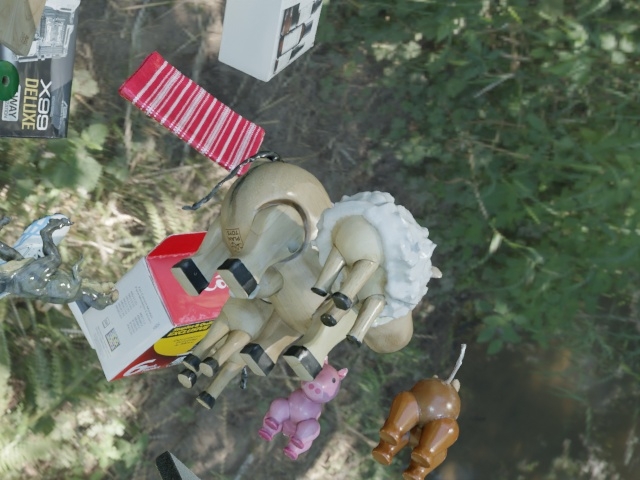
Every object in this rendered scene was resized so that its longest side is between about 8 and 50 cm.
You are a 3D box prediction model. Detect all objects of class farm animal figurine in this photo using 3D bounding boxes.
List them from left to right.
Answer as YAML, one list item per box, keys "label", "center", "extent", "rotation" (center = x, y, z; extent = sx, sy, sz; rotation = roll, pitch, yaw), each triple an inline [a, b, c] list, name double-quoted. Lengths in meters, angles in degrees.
- label: "farm animal figurine"
  center: [-0.006, 0.056, 0.781]
  extent: [0.172, 0.330, 0.326]
  rotation: [-51, 135, -31]

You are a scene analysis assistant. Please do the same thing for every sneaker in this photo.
- label: "sneaker"
  center: [-0.558, 0.039, 1.619]
  extent: [0.237, 0.086, 0.085]
  rotation: [-48, 156, -32]

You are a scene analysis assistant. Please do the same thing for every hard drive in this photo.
- label: "hard drive"
  center: [-0.133, 0.302, 0.959]
  extent: [0.022, 0.094, 0.135]
  rotation: [-34, 139, -5]

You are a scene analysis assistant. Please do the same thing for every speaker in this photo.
- label: "speaker"
  center: [-0.469, 0.151, 1.731]
  extent: [0.055, 0.055, 0.136]
  rotation: [-32, 111, -26]

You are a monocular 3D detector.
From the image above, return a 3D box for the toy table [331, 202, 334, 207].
- label: "toy table"
  center: [0.000, 0.000, 2.114]
  extent: [0.274, 0.252, 0.161]
  rotation: [34, 105, -7]

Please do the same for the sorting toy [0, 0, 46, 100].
- label: "sorting toy"
  center: [-0.361, -0.303, 0.948]
  extent: [0.132, 0.046, 0.274]
  rotation: [39, 63, -66]

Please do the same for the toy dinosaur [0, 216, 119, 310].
- label: "toy dinosaur"
  center: [-0.380, 0.029, 1.108]
  extent: [0.268, 0.064, 0.118]
  rotation: [6, 76, -34]

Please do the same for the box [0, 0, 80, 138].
- label: "box"
  center: [-0.547, -0.342, 1.550]
  extent: [0.242, 0.077, 0.307]
  rotation: [-13, 112, -70]

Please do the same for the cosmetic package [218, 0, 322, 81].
- label: "cosmetic package"
  center: [-0.026, -0.269, 0.753]
  extent: [0.099, 0.060, 0.239]
  rotation: [-52, 163, -47]

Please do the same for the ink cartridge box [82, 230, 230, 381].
- label: "ink cartridge box"
  center: [-0.185, 0.097, 1.421]
  extent: [0.309, 0.272, 0.130]
  rotation: [-7, 65, -49]

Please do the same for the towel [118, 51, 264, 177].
- label: "towel"
  center: [-0.233, -0.238, 1.602]
  extent: [0.275, 0.199, 0.031]
  rotation: [35, 119, -11]
